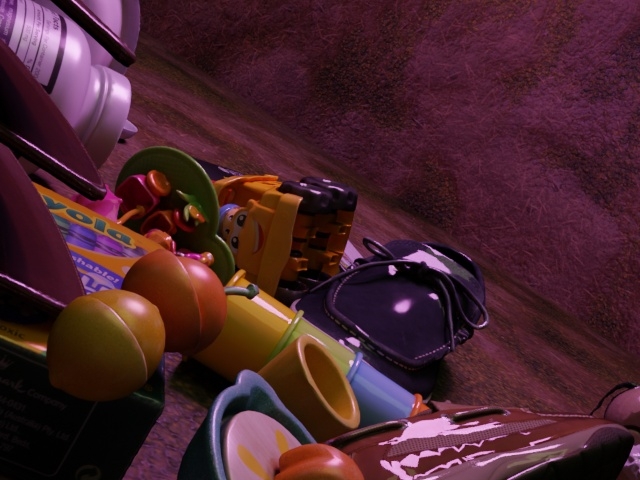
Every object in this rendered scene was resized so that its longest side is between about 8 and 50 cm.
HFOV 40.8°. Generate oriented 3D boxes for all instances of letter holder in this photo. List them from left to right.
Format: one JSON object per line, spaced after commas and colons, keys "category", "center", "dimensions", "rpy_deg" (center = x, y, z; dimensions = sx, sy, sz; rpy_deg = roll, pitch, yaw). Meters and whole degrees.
{"category": "letter holder", "center": [-0.212, -0.109, 0.537], "dimensions": [0.214, 0.152, 0.302], "rpy_deg": [39, 4, -41]}

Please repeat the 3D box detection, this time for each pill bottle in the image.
{"category": "pill bottle", "center": [-0.364, -0.177, 0.865], "dimensions": [0.323, 0.181, 0.181], "rpy_deg": [24, 13, -36]}

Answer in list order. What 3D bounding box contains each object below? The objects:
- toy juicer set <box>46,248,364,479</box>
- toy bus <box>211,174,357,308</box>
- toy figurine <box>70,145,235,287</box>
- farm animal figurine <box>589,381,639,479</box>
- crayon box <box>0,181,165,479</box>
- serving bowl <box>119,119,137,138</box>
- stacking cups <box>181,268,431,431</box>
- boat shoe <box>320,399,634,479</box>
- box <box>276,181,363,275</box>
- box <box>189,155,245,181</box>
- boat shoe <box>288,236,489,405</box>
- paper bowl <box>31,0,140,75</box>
{"category": "toy juicer set", "center": [-0.040, 0.110, 0.410], "dimensions": [0.209, 0.090, 0.329], "rpy_deg": [50, 15, -25]}
{"category": "toy bus", "center": [-0.079, -0.023, 1.077], "dimensions": [0.212, 0.149, 0.220], "rpy_deg": [20, 11, 16]}
{"category": "toy figurine", "center": [-0.181, 0.001, 0.836], "dimensions": [0.173, 0.130, 0.159], "rpy_deg": [56, 28, 2]}
{"category": "farm animal figurine", "center": [0.495, 0.286, 1.105], "dimensions": [0.327, 0.172, 0.330], "rpy_deg": [30, 11, -5]}
{"category": "crayon box", "center": [-0.216, 0.029, 0.607], "dimensions": [0.203, 0.083, 0.323], "rpy_deg": [27, 11, -18]}
{"category": "serving bowl", "center": [-0.333, -0.183, 1.362], "dimensions": [0.083, 0.027, 0.083], "rpy_deg": [29, 12, -7]}
{"category": "stacking cups", "center": [0.036, 0.148, 0.734], "dimensions": [0.316, 0.096, 0.096], "rpy_deg": [33, 11, 3]}
{"category": "boat shoe", "center": [0.110, 0.166, 0.631], "dimensions": [0.324, 0.122, 0.120], "rpy_deg": [2, 29, -43]}
{"category": "box", "center": [0.000, 0.000, 1.271], "dimensions": [0.207, 0.036, 0.114], "rpy_deg": [50, 18, 15]}
{"category": "box", "center": [-0.124, -0.060, 1.329], "dimensions": [0.191, 0.045, 0.184], "rpy_deg": [38, 10, 29]}
{"category": "boat shoe", "center": [0.096, 0.080, 1.020], "dimensions": [0.187, 0.156, 0.500], "rpy_deg": [36, 13, 14]}
{"category": "paper bowl", "center": [-0.358, -0.272, 1.024], "dimensions": [0.284, 0.284, 0.148], "rpy_deg": [25, 13, -29]}
